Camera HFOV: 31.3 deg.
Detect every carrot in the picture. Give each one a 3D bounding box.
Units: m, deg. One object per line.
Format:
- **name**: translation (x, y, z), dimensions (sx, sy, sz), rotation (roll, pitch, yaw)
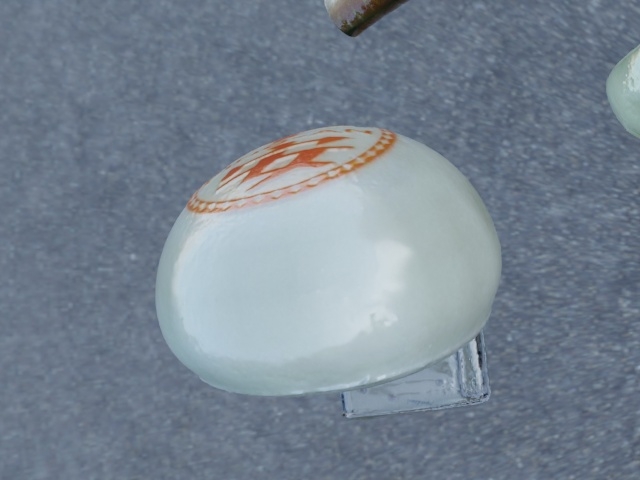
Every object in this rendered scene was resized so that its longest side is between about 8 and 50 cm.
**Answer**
- **carrot**: translation (0.070, -0.219, 0.942), dimensions (0.139, 0.048, 0.048), rotation (-27, 74, 31)

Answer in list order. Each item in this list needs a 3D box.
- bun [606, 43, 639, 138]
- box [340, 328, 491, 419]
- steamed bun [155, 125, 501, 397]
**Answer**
- **bun**: translation (0.479, -0.185, 1.325), dimensions (0.287, 0.287, 0.146), rotation (-25, 73, 30)
- **box**: translation (0.109, 0.121, 1.530), dimensions (0.190, 0.297, 0.225), rotation (-6, 81, 0)
- **steamed bun**: translation (0.000, 0.000, 0.755), dimensions (0.232, 0.232, 0.145), rotation (-1, 108, 33)
